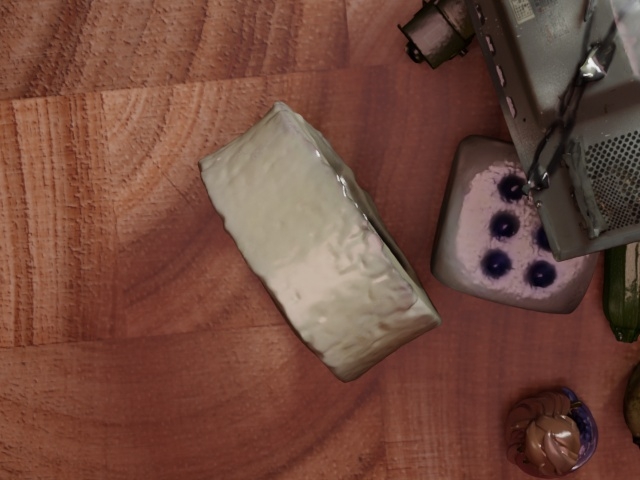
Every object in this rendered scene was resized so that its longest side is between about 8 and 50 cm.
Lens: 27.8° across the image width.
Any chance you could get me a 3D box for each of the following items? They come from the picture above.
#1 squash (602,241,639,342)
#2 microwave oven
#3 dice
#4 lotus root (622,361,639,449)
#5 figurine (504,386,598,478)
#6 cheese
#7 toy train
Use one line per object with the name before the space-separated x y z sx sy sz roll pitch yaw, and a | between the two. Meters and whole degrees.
squash | 0.401 0.024 1.668 0.068 0.077 0.219 3 99 11
microwave oven | 0.351 -0.237 1.425 0.236 0.374 0.432 -18 93 43
dice | 0.246 -0.022 1.613 0.194 0.192 0.193 15 96 3
lotus root | 0.473 0.184 1.659 0.138 0.138 0.214 35 86 -1
figurine | 0.290 0.253 1.672 0.114 0.157 0.126 36 103 20
cheese | -0.002 0.002 1.588 0.153 0.292 0.332 -33 82 6
toy train | 0.198 -0.303 1.611 0.225 0.137 0.090 -40 93 8
